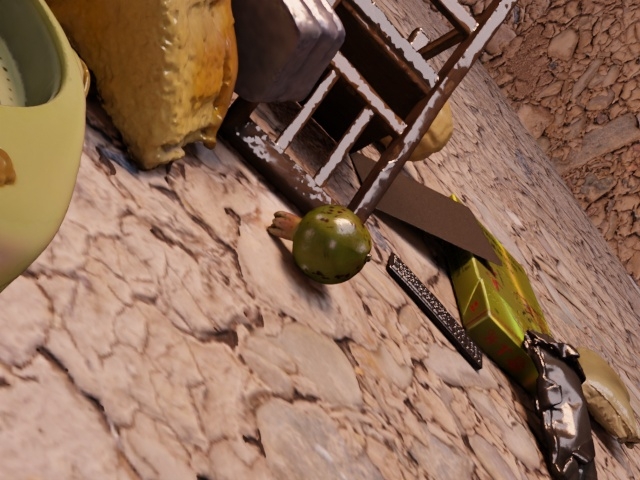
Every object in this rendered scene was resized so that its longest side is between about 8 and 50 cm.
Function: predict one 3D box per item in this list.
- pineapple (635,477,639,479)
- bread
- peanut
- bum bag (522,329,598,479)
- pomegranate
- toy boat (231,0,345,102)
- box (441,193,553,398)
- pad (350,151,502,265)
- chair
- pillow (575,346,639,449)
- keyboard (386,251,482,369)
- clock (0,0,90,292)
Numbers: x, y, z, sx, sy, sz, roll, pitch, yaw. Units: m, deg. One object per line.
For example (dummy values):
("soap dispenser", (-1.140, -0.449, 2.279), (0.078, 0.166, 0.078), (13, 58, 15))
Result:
("pineapple", (0.281, 0.332, 0.800), (0.164, 0.139, 0.250), (116, -41, -66))
("bread", (-0.135, -0.195, 0.727), (0.252, 0.133, 0.174), (55, 26, -2))
("peanut", (0.085, -0.223, 1.366), (0.257, 0.123, 0.123), (46, 18, 0))
("bum bag", (0.273, 0.187, 1.057), (0.087, 0.049, 0.198), (31, 42, -35))
("pomegranate", (0.003, 0.000, 0.816), (0.084, 0.073, 0.073), (33, 4, 40))
("toy boat", (-0.106, -0.240, 0.846), (0.283, 0.127, 0.078), (44, 38, 9))
("box", (0.232, 0.072, 1.241), (0.173, 0.043, 0.311), (43, 20, -21))
("pad", (0.132, -0.042, 1.209), (0.211, 0.003, 0.143), (23, 27, -27))
("chair", (0.021, -0.187, 1.072), (0.203, 0.416, 0.240), (45, -25, -18))
("pillow", (0.398, 0.214, 1.338), (0.119, 0.053, 0.208), (53, 15, 1))
("keyboard", (0.126, 0.076, 1.038), (0.155, 0.010, 0.053), (48, 17, -7))
("clock", (-0.219, -0.106, 0.445), (0.235, 0.096, 0.308), (40, 20, -25))
